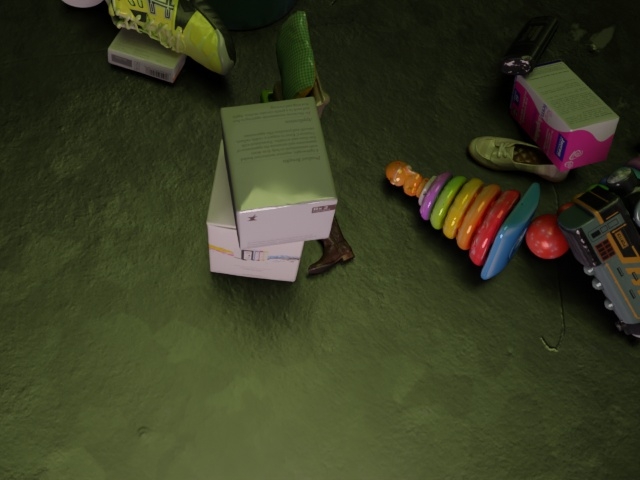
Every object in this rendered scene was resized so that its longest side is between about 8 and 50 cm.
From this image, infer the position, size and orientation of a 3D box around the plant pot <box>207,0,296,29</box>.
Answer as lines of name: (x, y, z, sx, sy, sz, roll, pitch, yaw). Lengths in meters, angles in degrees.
plant pot: (-0.173, -0.636, 1.605, 0.293, 0.235, 0.292, 3, 67, -6)

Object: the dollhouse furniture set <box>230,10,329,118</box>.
dollhouse furniture set: (-0.099, -0.257, 1.427, 0.151, 0.301, 0.197, -11, 73, -14)

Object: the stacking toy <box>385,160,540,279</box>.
stacking toy: (0.255, -0.073, 1.492, 0.302, 0.165, 0.175, 30, 52, 17)

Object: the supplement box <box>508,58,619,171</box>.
supplement box: (0.492, -0.258, 1.560, 0.114, 0.111, 0.220, -16, 47, -12)

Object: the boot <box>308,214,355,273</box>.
boot: (0.000, 0.000, 1.480, 0.107, 0.037, 0.114, -19, 75, -27)

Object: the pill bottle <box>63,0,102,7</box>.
pill bottle: (-0.514, -0.617, 1.620, 0.121, 0.121, 0.221, -7, 69, -9)

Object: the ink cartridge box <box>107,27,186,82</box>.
ink cartridge box: (-0.348, -0.422, 1.616, 0.146, 0.045, 0.179, 18, 49, 1)

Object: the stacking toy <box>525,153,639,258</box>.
stacking toy: (0.561, -0.056, 1.531, 0.330, 0.141, 0.141, -26, 74, -8)

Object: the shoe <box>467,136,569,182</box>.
shoe: (0.418, -0.179, 1.588, 0.219, 0.058, 0.076, 14, 67, -1)

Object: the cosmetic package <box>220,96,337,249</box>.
cosmetic package: (-0.069, -0.103, 1.198, 0.151, 0.151, 0.183, -8, 69, -8)

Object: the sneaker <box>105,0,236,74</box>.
sneaker: (-0.334, -0.454, 1.527, 0.385, 0.145, 0.147, 41, 68, 4)

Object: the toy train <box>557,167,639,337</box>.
toy train: (0.590, 0.030, 1.432, 0.190, 0.142, 0.333, -32, 109, 7)

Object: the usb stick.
usb stick: (0.449, -0.420, 1.632, 0.077, 0.045, 0.278, 3, 33, 28)

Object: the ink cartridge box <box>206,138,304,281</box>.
ink cartridge box: (-0.110, -0.048, 1.380, 0.168, 0.232, 0.171, 7, 67, -4)
